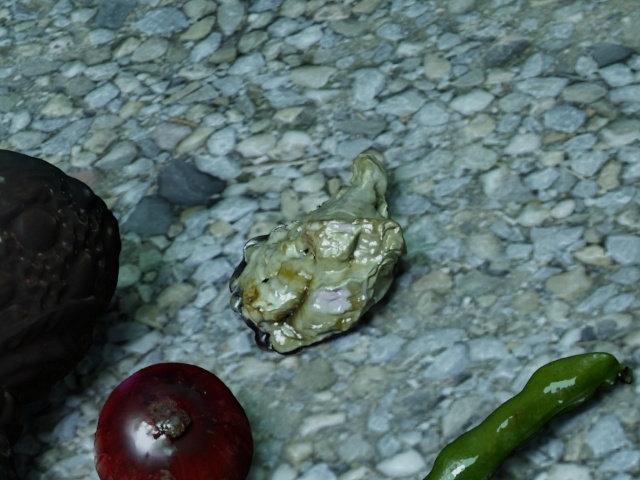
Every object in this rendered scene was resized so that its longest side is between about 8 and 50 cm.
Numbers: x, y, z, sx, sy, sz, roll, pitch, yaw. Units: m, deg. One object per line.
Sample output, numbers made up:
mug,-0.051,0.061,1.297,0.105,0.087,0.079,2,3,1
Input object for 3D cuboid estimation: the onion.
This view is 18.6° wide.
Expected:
onion,-0.117,0.162,1.552,0.131,0.131,0.131,-11,50,13

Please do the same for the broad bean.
broad bean,0.132,0.162,1.503,0.256,0.052,0.053,-38,90,-14

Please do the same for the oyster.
oyster,0.000,0.000,1.667,0.163,0.081,0.191,-2,49,26

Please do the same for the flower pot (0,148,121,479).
flower pot,-0.311,0.088,1.613,0.267,0.266,0.267,-2,64,20
